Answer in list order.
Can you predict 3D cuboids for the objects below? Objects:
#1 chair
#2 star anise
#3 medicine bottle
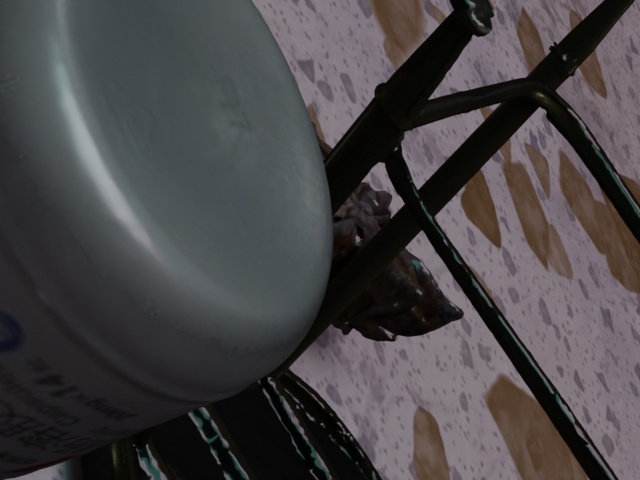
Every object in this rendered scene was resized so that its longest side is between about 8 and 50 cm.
[{"bbox_3d":[0.090,0.096,1.119,0.364,0.410,0.362,57,26,5],"label":"chair"},{"bbox_3d":[0.001,0.001,1.431,0.236,0.109,0.223,41,10,-19],"label":"star anise"},{"bbox_3d":[-0.176,-0.006,0.852,0.245,0.306,0.245,43,35,-41],"label":"medicine bottle"}]
